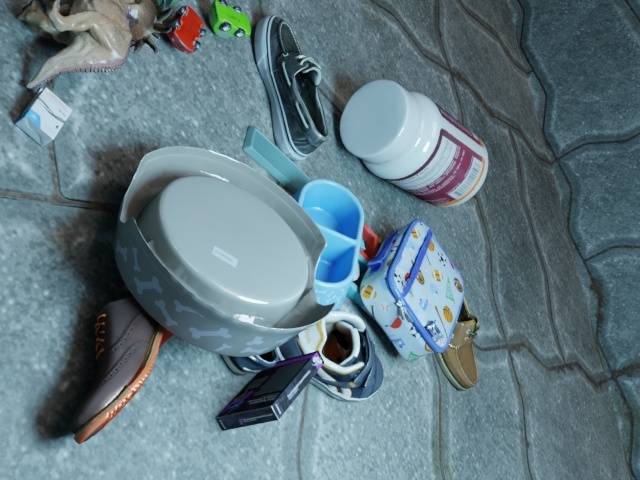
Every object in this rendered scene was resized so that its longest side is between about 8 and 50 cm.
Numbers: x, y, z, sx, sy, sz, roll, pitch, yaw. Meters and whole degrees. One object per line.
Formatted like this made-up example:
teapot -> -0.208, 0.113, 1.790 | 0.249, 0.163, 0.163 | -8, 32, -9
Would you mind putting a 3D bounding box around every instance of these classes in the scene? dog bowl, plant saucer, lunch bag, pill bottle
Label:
dog bowl -> -0.140, 0.018, 1.014 | 0.348, 0.102, 0.349 | 28, 32, -20
plant saucer -> -0.081, -0.152, 1.396 | 0.192, 0.018, 0.067 | 40, 42, -35
lunch bag -> 0.205, 0.103, 1.523 | 0.243, 0.115, 0.303 | 56, 33, -16
pill bottle -> 0.235, -0.234, 1.711 | 0.392, 0.224, 0.224 | 21, 55, -49
dog bowl -> 0.000, 0.000, 1.308 | 0.165, 0.074, 0.297 | 24, 46, -12

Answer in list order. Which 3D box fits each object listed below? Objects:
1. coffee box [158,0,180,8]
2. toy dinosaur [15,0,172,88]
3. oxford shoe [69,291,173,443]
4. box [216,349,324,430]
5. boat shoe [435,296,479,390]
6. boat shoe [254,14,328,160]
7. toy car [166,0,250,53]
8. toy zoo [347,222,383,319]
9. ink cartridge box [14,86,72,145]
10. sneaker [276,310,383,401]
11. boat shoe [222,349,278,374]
coffee box -> -0.305, -0.479, 1.177 | 0.184, 0.040, 0.113 | 42, 44, -3
toy dinosaur -> -0.325, -0.319, 1.046 | 0.200, 0.127, 0.296 | 43, 43, -40
oxford shoe -> -0.267, 0.145, 0.907 | 0.098, 0.097, 0.271 | 39, 33, -12
box -> -0.076, 0.235, 1.089 | 0.162, 0.116, 0.029 | -39, 105, -55
boat shoe -> 0.333, 0.220, 1.701 | 0.110, 0.104, 0.307 | -24, 92, -57
boat shoe -> -0.046, -0.335, 1.458 | 0.121, 0.119, 0.335 | 4, 68, -54
toy car -> -0.224, -0.435, 1.320 | 0.225, 0.053, 0.239 | 8, 66, -54
toy zoo -> 0.104, 0.062, 1.528 | 0.293, 0.030, 0.192 | 44, 40, -34
ink cartridge box -> -0.382, -0.178, 0.964 | 0.048, 0.028, 0.083 | 45, 39, -32
sneaker -> 0.048, 0.217, 1.275 | 0.321, 0.127, 0.126 | 29, 48, -47
boat shoe -> -0.152, 0.097, 1.092 | 0.095, 0.079, 0.255 | -30, 95, -49
